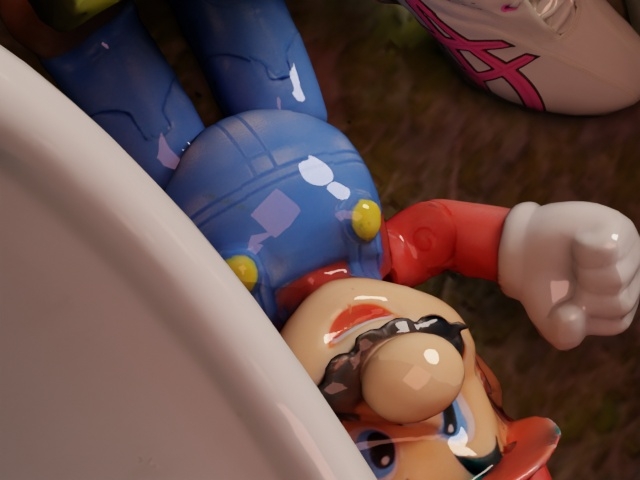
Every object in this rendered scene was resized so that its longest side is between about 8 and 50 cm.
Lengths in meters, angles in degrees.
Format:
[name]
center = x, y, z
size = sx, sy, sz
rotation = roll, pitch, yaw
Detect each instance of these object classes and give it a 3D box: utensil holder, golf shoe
[utensil holder]
center = -0.173, 0.177, 0.344
size = 0.385, 0.327, 0.327
rotation = -33, 87, 9
[golf shoe]
center = 0.079, -0.109, 0.609
size = 0.186, 0.086, 0.067
rotation = 28, 86, -18

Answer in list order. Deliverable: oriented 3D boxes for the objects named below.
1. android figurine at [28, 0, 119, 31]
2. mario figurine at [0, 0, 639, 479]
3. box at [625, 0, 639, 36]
[android figurine]
center = -0.031, -0.181, 0.558
size = 0.273, 0.056, 0.248
rotation = -37, 44, -24
[mario figurine]
center = 0.000, 0.000, 0.537
size = 0.198, 0.170, 0.320
rotation = -33, 78, 20
[box]
center = 0.220, -0.136, 0.599
size = 0.119, 0.181, 0.182
rotation = -9, 82, -11
